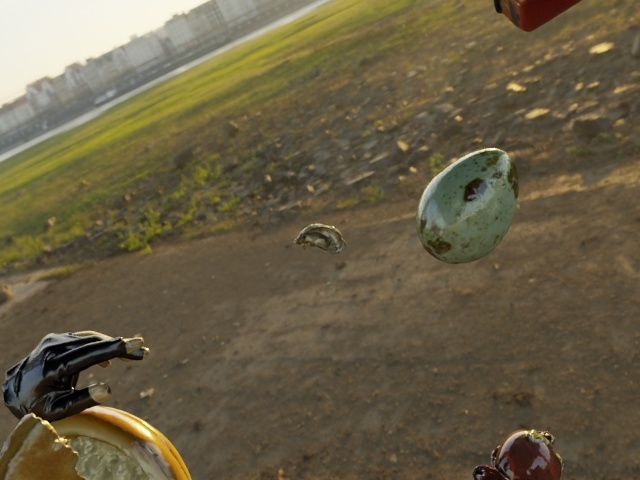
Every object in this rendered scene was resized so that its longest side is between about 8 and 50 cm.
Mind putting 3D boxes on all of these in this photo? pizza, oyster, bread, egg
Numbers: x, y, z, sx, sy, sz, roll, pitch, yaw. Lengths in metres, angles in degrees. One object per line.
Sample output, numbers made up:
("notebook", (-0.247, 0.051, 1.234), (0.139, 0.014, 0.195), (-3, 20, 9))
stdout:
("pizza", (-0.334, 0.321, 0.766), (0.058, 0.246, 0.127), (11, 25, 40))
("oyster", (0.000, 0.000, 1.285), (0.081, 0.083, 0.038), (-40, 23, 5))
("bread", (-0.487, 0.563, 1.509), (0.329, 0.424, 0.245), (-59, -5, -15))
("egg", (0.273, -0.064, 1.219), (0.231, 0.169, 0.169), (-57, 10, 19))

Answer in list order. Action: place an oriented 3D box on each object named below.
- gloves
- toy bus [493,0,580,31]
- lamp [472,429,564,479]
("gloves", (-0.494, 0.267, 1.343), (0.301, 0.152, 0.197), (-19, 46, -6))
("toy bus", (0.445, -0.493, 1.193), (0.265, 0.121, 0.120), (-32, 59, 8))
("lamp", (0.495, 0.556, 1.587), (0.223, 0.151, 0.215), (-51, 21, -4))
